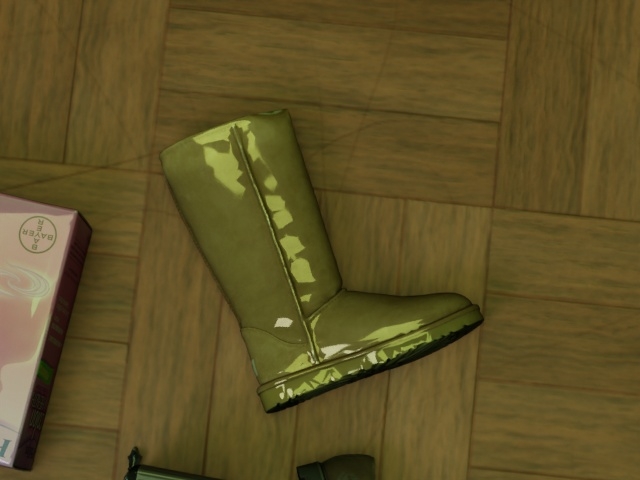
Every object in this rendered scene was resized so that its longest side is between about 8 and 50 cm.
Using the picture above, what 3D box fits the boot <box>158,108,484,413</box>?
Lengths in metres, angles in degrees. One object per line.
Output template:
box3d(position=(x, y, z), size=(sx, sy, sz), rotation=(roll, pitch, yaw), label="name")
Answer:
box3d(position=(0.000, 0.000, 1.810), size=(0.236, 0.089, 0.269), rotation=(-20, 81, -3), label="boot")

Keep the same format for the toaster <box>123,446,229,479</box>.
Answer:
box3d(position=(-0.136, 0.282, 1.730), size=(0.110, 0.168, 0.186), rotation=(9, 82, -3), label="toaster")

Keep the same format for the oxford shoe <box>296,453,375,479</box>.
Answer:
box3d(position=(0.054, 0.304, 1.768), size=(0.096, 0.083, 0.227), rotation=(-16, 83, -6), label="oxford shoe")

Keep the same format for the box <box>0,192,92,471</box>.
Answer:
box3d(position=(-0.349, 0.072, 1.785), size=(0.213, 0.117, 0.243), rotation=(13, 82, 2), label="box")
